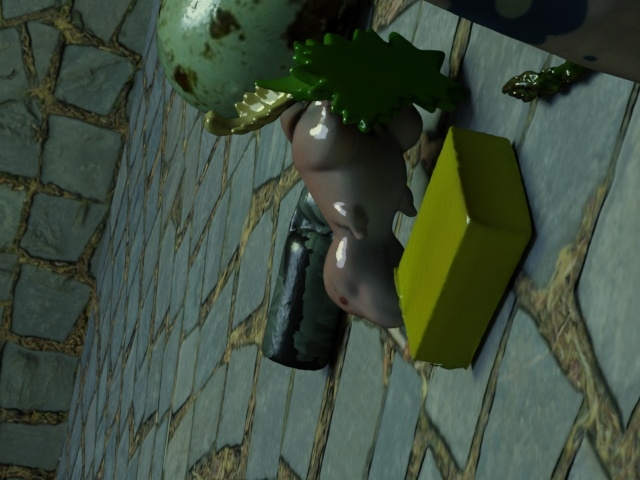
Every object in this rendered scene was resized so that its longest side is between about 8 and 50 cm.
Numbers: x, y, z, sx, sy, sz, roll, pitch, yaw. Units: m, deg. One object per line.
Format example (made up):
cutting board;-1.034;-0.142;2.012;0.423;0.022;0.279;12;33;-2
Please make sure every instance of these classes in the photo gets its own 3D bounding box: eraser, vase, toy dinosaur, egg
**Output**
eraser;0.087;0.006;1.072;0.097;0.045;0.122;-97;21;-48
vase;0.000;0.000;1.402;0.060;0.060;0.211;-132;53;-73
toy dinosaur;0.031;-0.054;1.228;0.194;0.152;0.177;42;133;25
egg;-0.053;-0.209;1.554;0.231;0.169;0.169;-45;32;35

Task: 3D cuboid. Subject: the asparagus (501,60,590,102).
asparagus;0.152;-0.105;0.943;0.023;0.022;0.233;55;161;-3

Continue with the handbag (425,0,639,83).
handbag;0.122;-0.211;0.752;0.190;0.193;0.251;-92;23;-48
